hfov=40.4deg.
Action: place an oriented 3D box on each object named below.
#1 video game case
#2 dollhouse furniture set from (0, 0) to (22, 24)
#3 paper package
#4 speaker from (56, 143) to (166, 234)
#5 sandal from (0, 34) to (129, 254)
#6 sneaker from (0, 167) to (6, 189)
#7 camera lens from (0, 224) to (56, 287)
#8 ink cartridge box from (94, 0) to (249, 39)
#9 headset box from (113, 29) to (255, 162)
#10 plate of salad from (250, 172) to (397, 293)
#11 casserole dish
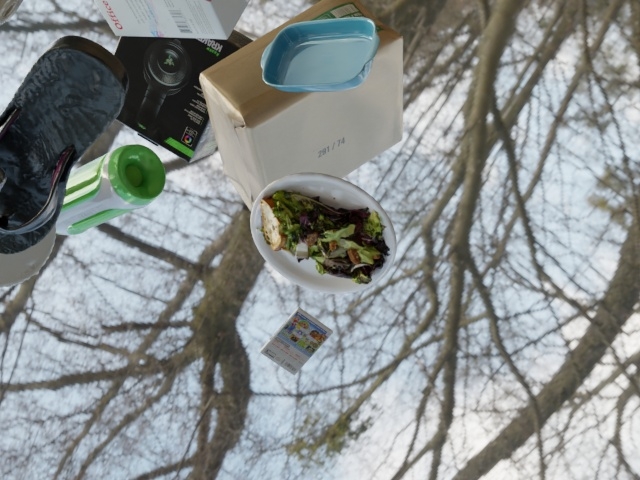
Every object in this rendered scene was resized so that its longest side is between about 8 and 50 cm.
[{"bbox_3d":[-0.047,0.196,1.688,0.087,0.122,0.011,36,-163,-15],"label":"video game case"},{"bbox_3d":[-0.376,-0.288,0.879,0.129,0.129,0.183,38,-153,-13],"label":"dollhouse furniture set"},{"bbox_3d":[-0.025,-0.234,1.552,0.325,0.309,0.168,-33,-117,-14],"label":"paper package"},{"bbox_3d":[-0.434,-0.095,1.703,0.131,0.297,0.131,17,-115,-43],"label":"speaker"},{"bbox_3d":[-0.434,-0.113,1.272,0.168,0.446,0.107,28,-140,-18],"label":"sandal"},{"bbox_3d":[-0.458,-0.076,1.062,0.188,0.067,0.078,12,-128,26],"label":"sneaker"},{"bbox_3d":[-0.657,-0.036,1.634,0.274,0.219,0.219,14,-158,40],"label":"camera lens"},{"bbox_3d":[-0.187,-0.339,1.077,0.176,0.128,0.127,8,-122,24],"label":"ink cartridge box"},{"bbox_3d":[-0.299,-0.331,1.792,0.246,0.283,0.131,32,-158,7],"label":"headset box"},{"bbox_3d":[0.000,0.000,1.140,0.200,0.199,0.048,28,-140,-3],"label":"plate of salad"},{"bbox_3d":[0.003,-0.256,1.223,0.037,0.189,0.114,44,-123,-51],"label":"casserole dish"}]
